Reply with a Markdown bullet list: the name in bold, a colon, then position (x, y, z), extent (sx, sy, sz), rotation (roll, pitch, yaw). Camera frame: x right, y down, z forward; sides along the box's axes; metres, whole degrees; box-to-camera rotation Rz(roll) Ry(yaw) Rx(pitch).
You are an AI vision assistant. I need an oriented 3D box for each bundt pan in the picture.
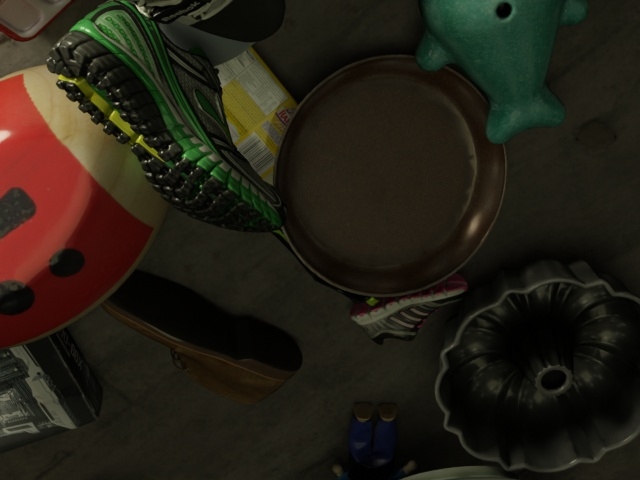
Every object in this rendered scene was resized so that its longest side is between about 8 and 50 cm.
- **bundt pan**: position (0.315, 0.163, 1.624), extent (0.330, 0.124, 0.331), rotation (-1, 119, -3)

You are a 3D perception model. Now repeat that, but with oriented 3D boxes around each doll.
- **doll**: position (0.083, 0.335, 1.752), extent (0.129, 0.046, 0.189), rotation (2, 119, -3)

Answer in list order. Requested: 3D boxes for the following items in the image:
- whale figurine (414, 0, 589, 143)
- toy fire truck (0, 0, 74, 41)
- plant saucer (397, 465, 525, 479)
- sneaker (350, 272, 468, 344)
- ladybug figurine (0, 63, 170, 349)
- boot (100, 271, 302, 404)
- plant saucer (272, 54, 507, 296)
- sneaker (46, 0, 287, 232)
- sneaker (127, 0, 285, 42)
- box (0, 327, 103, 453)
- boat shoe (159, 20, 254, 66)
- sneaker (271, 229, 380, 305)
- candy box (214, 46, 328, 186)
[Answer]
- **whale figurine**: position (0.219, -0.240, 1.373), extent (0.216, 0.141, 0.272), rotation (-16, 112, 4)
- **toy fire truck**: position (-0.321, -0.381, 1.282), extent (0.302, 0.169, 0.254), rotation (-38, 139, 17)
- **plant saucer**: position (0.196, 0.412, 1.715), extent (0.400, 0.101, 0.400), rotation (-6, 153, -3)
- **sneaker**: position (0.131, 0.098, 1.613), extent (0.170, 0.063, 0.075), rotation (-21, 118, 14)
- **ladybug figurine**: position (-0.378, -0.027, 1.416), extent (0.449, 0.162, 0.305), rotation (-42, 97, 8)
- **boot**: position (-0.183, 0.145, 1.603), extent (0.305, 0.112, 0.115), rotation (27, 125, -19)
- **plant saucer**: position (0.086, -0.082, 1.474), extent (0.310, 0.050, 0.311), rotation (-3, 103, -15)
- **sneaker**: position (-0.144, -0.139, 1.329), extent (0.134, 0.146, 0.343), rotation (-1, 137, 49)
- **sneaker**: position (-0.164, -0.276, 1.200), extent (0.330, 0.146, 0.122), rotation (28, 124, -37)
- **box**: position (-0.497, 0.191, 1.621), extent (0.307, 0.076, 0.242), rotation (-19, 118, 7)
- **boat shoe**: position (-0.085, -0.330, 1.334), extent (0.113, 0.105, 0.306), rotation (25, 126, -20)
- **sneaker**: position (0.000, 0.000, 1.529), extent (0.234, 0.097, 0.084), rotation (39, 110, -21)
- **candy box**: position (-0.093, -0.170, 1.450), extent (0.105, 0.027, 0.206), rotation (-39, 109, 2)
